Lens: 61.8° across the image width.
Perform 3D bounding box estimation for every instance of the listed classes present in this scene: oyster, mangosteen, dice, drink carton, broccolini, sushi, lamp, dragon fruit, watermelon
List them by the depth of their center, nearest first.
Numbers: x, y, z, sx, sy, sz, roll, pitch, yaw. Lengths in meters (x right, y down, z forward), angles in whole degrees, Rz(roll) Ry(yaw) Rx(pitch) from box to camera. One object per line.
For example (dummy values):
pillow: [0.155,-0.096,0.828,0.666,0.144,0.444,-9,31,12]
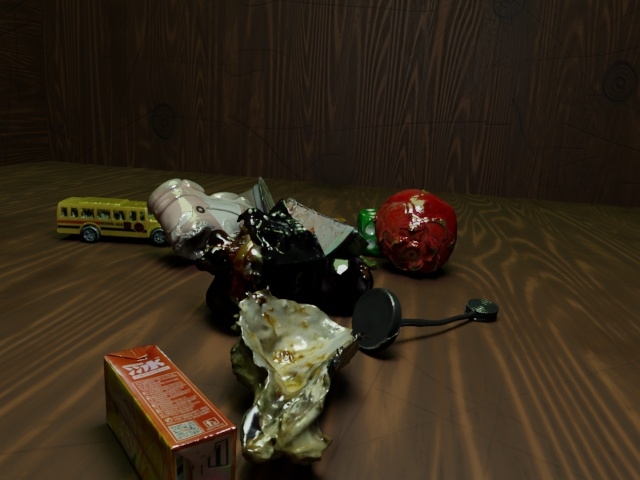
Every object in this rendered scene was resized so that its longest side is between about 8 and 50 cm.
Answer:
drink carton: [-0.178,0.206,0.603,0.071,0.096,0.223,-7,16,-36]
oyster: [-0.027,0.171,0.722,0.198,0.132,0.337,4,15,-6]
lamp: [0.229,0.128,1.024,0.372,0.108,0.130,-4,18,-30]
sushi: [-0.132,0.067,1.052,0.213,0.215,0.227,-8,37,-24]
mangosteen: [0.033,0.092,1.133,0.151,0.137,0.137,-28,-2,26]
watermelon: [0.000,0.000,1.361,0.224,0.180,0.305,-22,26,-30]
dragon fruit: [0.257,-0.024,1.440,0.241,0.240,0.252,11,9,29]
broccolini: [0.084,0.043,1.525,0.216,0.058,0.067,25,59,41]
dice: [0.178,-0.025,1.621,0.129,0.130,0.120,2,12,-6]

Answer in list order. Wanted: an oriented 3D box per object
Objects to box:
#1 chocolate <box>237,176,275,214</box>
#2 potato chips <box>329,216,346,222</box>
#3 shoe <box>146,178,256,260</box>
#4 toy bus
chocolate: [-0.224,-0.091,1.792,0.147,0.221,0.221,-24,13,3]
potato chips: [0.006,-0.076,2.035,0.204,0.026,0.037,-2,1,-20]
shoe: [-0.294,-0.019,1.449,0.351,0.172,0.198,16,38,-46]
toy bus: [-0.593,-0.060,1.587,0.336,0.122,0.121,3,13,-1]
